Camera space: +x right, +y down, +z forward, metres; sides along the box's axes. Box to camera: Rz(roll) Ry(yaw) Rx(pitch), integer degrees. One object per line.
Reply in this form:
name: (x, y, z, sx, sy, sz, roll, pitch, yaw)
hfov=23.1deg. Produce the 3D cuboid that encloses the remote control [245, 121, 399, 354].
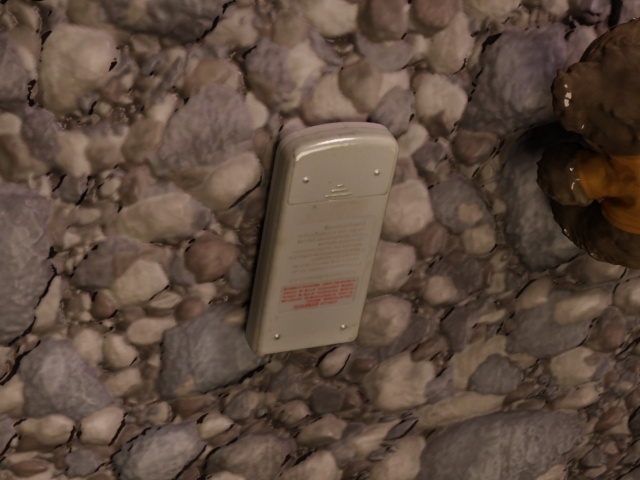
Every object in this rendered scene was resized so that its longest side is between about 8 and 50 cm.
remote control: (0.000, 0.000, 1.099, 0.087, 0.029, 0.190, -8, 131, -22)

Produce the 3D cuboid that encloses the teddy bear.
teddy bear: (0.236, -0.073, 1.095, 0.177, 0.140, 0.190, -28, 127, 1)
